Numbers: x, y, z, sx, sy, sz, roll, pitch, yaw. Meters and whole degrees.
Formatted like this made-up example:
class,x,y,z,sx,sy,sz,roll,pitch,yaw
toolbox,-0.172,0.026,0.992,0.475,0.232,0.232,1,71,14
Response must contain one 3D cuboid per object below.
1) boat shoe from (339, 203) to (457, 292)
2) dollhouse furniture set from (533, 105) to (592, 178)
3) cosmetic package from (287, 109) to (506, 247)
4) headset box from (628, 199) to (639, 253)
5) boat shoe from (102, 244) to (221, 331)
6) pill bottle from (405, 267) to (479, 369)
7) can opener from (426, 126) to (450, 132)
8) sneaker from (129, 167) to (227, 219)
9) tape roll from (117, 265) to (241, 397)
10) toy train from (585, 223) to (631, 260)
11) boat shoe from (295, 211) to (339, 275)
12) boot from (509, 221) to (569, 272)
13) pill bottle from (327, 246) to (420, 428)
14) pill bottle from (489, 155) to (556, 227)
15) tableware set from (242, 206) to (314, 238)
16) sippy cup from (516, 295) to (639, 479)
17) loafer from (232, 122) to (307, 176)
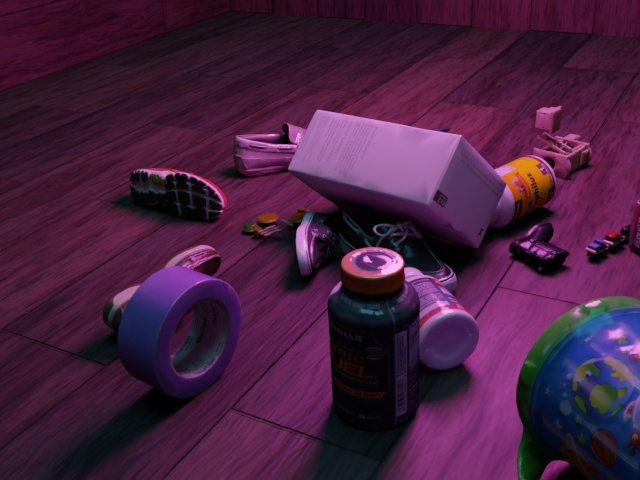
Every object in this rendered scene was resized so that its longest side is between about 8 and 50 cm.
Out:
class,x,y,z,sx,sy,sz,roll,pitch,yaw
boat shoe,0.143,0.008,1.481,0.113,0.105,0.306,-17,31,-25
dollhouse furniture set,0.613,-0.261,1.881,0.101,0.161,0.182,23,38,40
cosmetic package,0.150,-0.129,1.567,0.385,0.156,0.217,17,-11,40
headset box,0.742,-0.005,1.435,0.218,0.110,0.293,-12,29,-16
boat shoe,-0.260,0.100,1.386,0.095,0.095,0.257,30,47,26
pill bottle,0.172,0.119,1.263,0.108,0.108,0.180,-11,29,-14
can opener,0.281,-0.269,2.044,0.186,0.059,0.073,-24,34,-34
sneaker,-0.317,-0.126,1.798,0.279,0.107,0.118,18,25,30
tape roll,-0.211,0.139,1.182,0.080,0.189,0.189,16,33,33
toy train,0.577,0.000,1.522,0.158,0.036,0.027,-21,33,-30
boat shoe,0.000,0.000,1.547,0.076,0.080,0.228,-8,19,9
boot,0.440,0.013,1.505,0.121,0.045,0.099,-27,33,-25
pill bottle,0.076,0.135,1.097,0.130,0.245,0.130,-3,27,1
pill bottle,0.396,-0.099,1.645,0.215,0.117,0.117,-25,34,-34
tableware set,-0.088,-0.038,1.687,0.154,0.024,0.104,-24,31,-31
sippy cup,0.385,0.213,0.900,0.240,0.305,0.224,4,19,-17
loafer,-0.068,-0.246,1.981,0.319,0.111,0.112,-14,30,-19
